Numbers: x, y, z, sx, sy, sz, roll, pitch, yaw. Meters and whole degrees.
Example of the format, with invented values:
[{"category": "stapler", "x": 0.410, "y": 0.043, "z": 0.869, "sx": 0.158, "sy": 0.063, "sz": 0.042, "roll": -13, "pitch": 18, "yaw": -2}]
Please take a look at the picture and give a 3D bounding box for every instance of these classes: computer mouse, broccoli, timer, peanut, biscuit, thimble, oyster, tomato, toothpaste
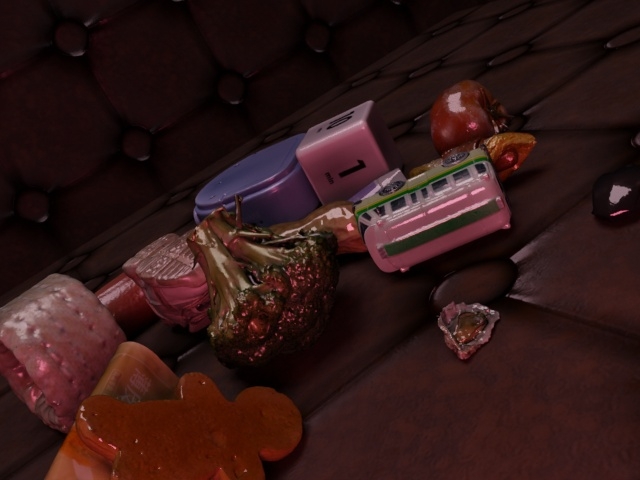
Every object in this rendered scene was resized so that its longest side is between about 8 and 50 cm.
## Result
[{"category": "computer mouse", "x": 0.478, "y": -0.088, "z": 1.110, "sx": 0.099, "sy": 0.057, "sz": 0.172, "roll": -11, "pitch": 23, "yaw": 46}, {"category": "broccoli", "x": -0.099, "y": 0.064, "z": 1.210, "sx": 0.304, "sy": 0.283, "sz": 0.321, "roll": -45, "pitch": 4, "yaw": -13}, {"category": "timer", "x": -0.164, "y": -0.112, "z": 1.897, "sx": 0.394, "sy": 0.173, "sz": 0.395, "roll": -25, "pitch": 21, "yaw": 10}, {"category": "timer", "x": 0.077, "y": -0.207, "z": 1.766, "sx": 0.194, "sy": 0.194, "sz": 0.192, "roll": -23, "pitch": 20, "yaw": 21}, {"category": "peanut", "x": 0.000, "y": 0.000, "z": 1.470, "sx": 0.298, "sy": 0.136, "sz": 0.120, "roll": -21, "pitch": -19, "yaw": 14}, {"category": "biscuit", "x": -0.149, "y": 0.258, "z": 0.912, "sx": 0.301, "sy": 0.197, "sz": 0.049, "roll": -4, "pitch": -42, "yaw": -42}, {"category": "thimble", "x": -0.515, "y": 0.226, "z": 1.409, "sx": 0.291, "sy": 0.292, "sz": 0.195, "roll": -4, "pitch": 30, "yaw": 50}, {"category": "oyster", "x": 0.212, "y": 0.125, "z": 1.003, "sx": 0.100, "sy": 0.037, "sz": 0.098, "roll": -15, "pitch": 32, "yaw": -22}, {"category": "tomato", "x": 0.349, "y": -0.303, "z": 1.706, "sx": 0.180, "sy": 0.155, "sz": 0.214, "roll": -21, "pitch": 21, "yaw": 33}, {"category": "toothpaste", "x": 0.036, "y": -0.035, "z": 1.583, "sx": 0.371, "sy": 0.080, "sz": 0.125, "roll": -32, "pitch": 23, "yaw": 7}]

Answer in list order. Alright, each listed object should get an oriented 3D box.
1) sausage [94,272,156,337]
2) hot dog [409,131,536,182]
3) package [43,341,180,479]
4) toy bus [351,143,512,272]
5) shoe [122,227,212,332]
[{"category": "sausage", "x": -0.459, "y": 0.147, "z": 1.728, "sx": 0.254, "sy": 0.148, "sz": 0.148, "roll": -35, "pitch": 19, "yaw": -27}, {"category": "hot dog", "x": 0.304, "y": -0.138, "z": 1.406, "sx": 0.261, "sy": 0.123, "sz": 0.093, "roll": -23, "pitch": 55, "yaw": 35}, {"category": "package", "x": -0.230, "y": 0.307, "z": 0.955, "sx": 0.164, "sy": 0.222, "sz": 0.311, "roll": -5, "pitch": 23, "yaw": 5}, {"category": "toy bus", "x": 0.200, "y": -0.047, "z": 1.281, "sx": 0.276, "sy": 0.134, "sz": 0.165, "roll": -25, "pitch": 19, "yaw": 13}, {"category": "shoe", "x": -0.280, "y": 0.092, "z": 1.506, "sx": 0.171, "sy": 0.198, "sz": 0.351, "roll": -38, "pitch": 18, "yaw": -20}]
